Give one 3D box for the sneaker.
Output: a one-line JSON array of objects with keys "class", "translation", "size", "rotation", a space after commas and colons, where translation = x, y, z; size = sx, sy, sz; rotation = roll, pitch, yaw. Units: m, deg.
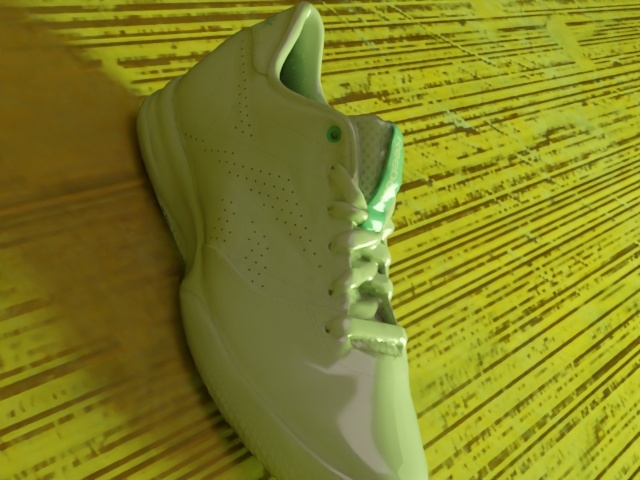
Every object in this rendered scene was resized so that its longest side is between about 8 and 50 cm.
[{"class": "sneaker", "translation": [0.000, 0.000, 0.624], "size": [0.080, 0.094, 0.212], "rotation": [23, 35, -49]}]
